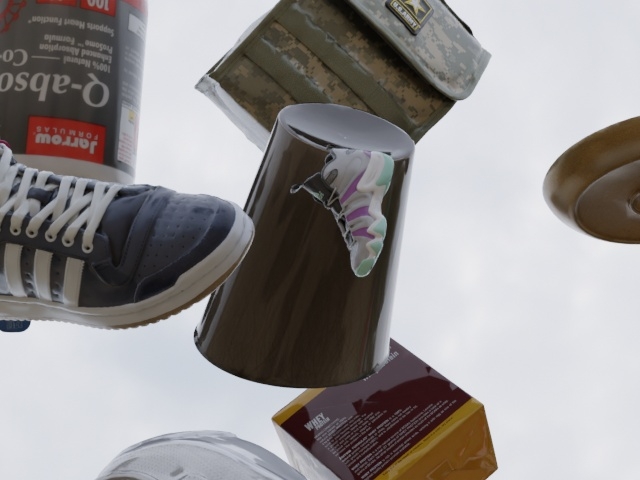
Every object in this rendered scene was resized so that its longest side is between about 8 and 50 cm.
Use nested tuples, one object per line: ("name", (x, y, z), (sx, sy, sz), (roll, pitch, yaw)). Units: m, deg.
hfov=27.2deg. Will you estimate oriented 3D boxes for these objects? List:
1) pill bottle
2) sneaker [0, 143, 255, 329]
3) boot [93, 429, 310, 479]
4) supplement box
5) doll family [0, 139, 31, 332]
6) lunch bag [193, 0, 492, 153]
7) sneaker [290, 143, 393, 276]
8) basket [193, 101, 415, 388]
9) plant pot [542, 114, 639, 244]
("pill bottle", (-0.325, -0.143, 1.618), (0.210, 0.363, 0.210), (2, -10, 0))
("sneaker", (-0.189, -0.022, 0.911), (0.282, 0.099, 0.153), (-5, -47, 36))
("boot", (-0.061, 0.129, 0.520), (0.123, 0.095, 0.258), (6, -3, -38))
("supplement box", (0.080, 0.252, 1.648), (0.191, 0.194, 0.129), (-37, -45, -20))
("doll family", (-0.380, -0.028, 1.370), (0.118, 0.163, 0.263), (-8, -65, -20))
("lunch bag", (0.039, -0.207, 1.549), (0.235, 0.169, 0.287), (44, -100, -10))
("sneaker", (0.011, -0.023, 0.931), (0.069, 0.098, 0.038), (13, -32, -9))
("basket", (0.000, 0.000, 1.227), (0.204, 0.154, 0.227), (-3, -59, -34))
("plant pot", (0.336, -0.052, 1.289), (0.236, 0.032, 0.236), (-2, -28, -1))
